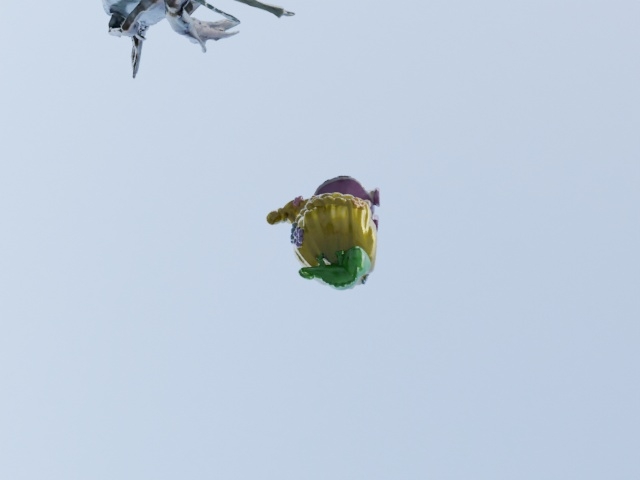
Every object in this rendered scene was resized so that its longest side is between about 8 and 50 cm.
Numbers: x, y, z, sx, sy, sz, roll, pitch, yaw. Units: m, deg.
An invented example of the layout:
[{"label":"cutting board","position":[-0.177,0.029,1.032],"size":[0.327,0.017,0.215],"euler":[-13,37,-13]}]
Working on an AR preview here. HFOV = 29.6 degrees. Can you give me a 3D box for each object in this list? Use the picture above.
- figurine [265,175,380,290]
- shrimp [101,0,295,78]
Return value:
[{"label":"figurine","position":[0.000,0.000,1.158],"size":[0.115,0.095,0.156],"euler":[-5,-147,6]},{"label":"shrimp","position":[-0.105,-0.212,0.910],"size":[0.137,0.372,0.172],"euler":[-18,-113,-10]}]
